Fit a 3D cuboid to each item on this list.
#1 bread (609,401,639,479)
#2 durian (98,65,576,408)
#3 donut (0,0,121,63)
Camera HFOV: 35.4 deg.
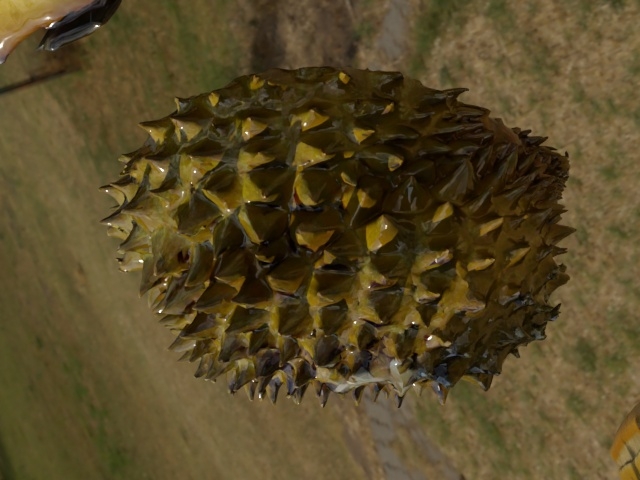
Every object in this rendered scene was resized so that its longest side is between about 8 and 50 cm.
[{"bbox_3d":[0.247,0.122,0.618,0.200,0.116,0.077,67,-178,-68],"label":"bread"},{"bbox_3d":[0.001,0.012,0.512,0.183,0.249,0.138,51,-144,-59],"label":"durian"},{"bbox_3d":[-0.155,-0.288,0.541,0.377,0.435,0.163,24,159,43],"label":"donut"}]
